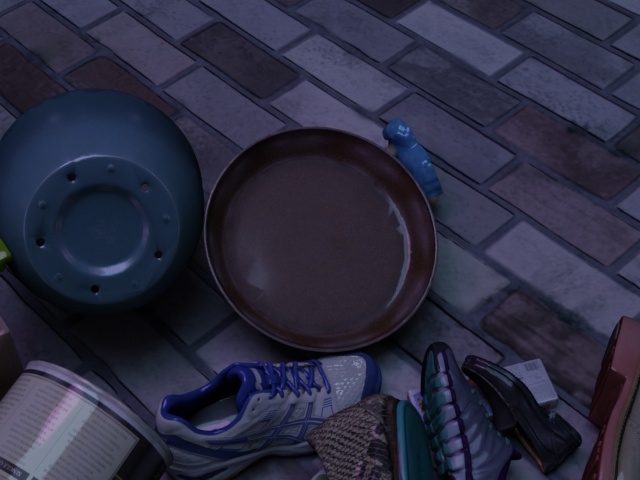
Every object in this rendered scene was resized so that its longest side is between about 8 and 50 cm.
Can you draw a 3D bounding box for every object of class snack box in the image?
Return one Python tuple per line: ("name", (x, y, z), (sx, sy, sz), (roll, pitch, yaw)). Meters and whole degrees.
("snack box", (0.203, 0.198, 1.328), (0.178, 0.022, 0.064), (-13, 51, -7))

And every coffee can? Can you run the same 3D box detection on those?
("coffee can", (-0.317, 0.297, 1.140), (0.201, 0.201, 0.275), (22, 61, 22))

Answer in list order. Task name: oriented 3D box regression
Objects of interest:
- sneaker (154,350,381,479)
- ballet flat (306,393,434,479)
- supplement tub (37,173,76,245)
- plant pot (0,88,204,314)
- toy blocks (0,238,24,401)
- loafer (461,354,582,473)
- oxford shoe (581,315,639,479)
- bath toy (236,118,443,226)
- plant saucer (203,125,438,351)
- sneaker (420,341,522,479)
("sneaker", (-0.057, 0.197, 1.280), (0.296, 0.131, 0.112), (-23, 48, -17))
("ballet flat", (0.060, 0.381, 1.111), (0.182, 0.164, 0.483), (-24, 42, 13))
("supplement tub", (-0.394, -0.064, 1.531), (0.200, 0.144, 0.144), (-5, 48, 1))
("plant pot", (-0.280, -0.038, 1.346), (0.293, 0.293, 0.235), (-17, 16, -10))
("toy blocks", (-0.473, 0.105, 1.328), (0.191, 0.261, 0.381), (-29, 59, -23))
("loafer", (0.231, 0.206, 1.273), (0.170, 0.062, 0.061), (40, 78, 14))
("oxford shoe", (0.373, 0.257, 1.188), (0.146, 0.140, 0.397), (16, 53, 9))
("bath toy", (0.000, -0.046, 1.496), (0.348, 0.129, 0.151), (-31, 19, -22))
("plant saucer", (0.000, 0.000, 1.389), (0.311, 0.050, 0.310), (4, 69, -9))
("sneaker", (0.182, 0.228, 1.256), (0.098, 0.083, 0.223), (-3, 69, -13))
